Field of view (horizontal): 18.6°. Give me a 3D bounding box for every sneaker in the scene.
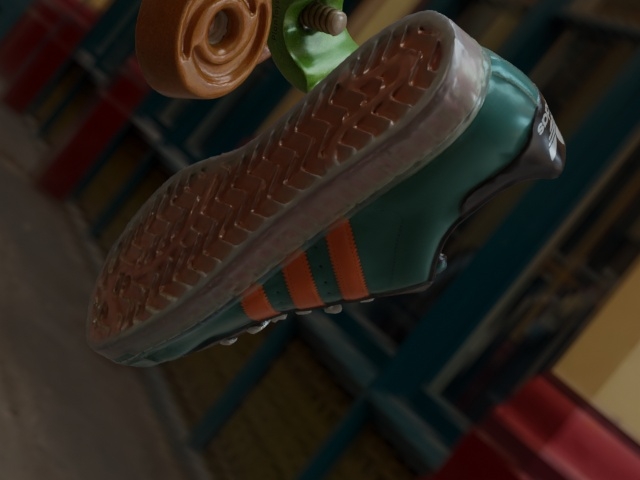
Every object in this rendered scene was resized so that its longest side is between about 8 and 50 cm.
[{"bbox_3d":[0.000,0.000,1.064,0.121,0.302,0.108,33,40,-32],"label":"sneaker"}]

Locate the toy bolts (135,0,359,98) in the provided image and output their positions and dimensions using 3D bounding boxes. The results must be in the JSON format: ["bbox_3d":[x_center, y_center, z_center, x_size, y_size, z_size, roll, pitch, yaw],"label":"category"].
[{"bbox_3d":[-0.075,-0.211,1.258,0.158,0.228,0.218,23,28,34],"label":"toy bolts"}]
